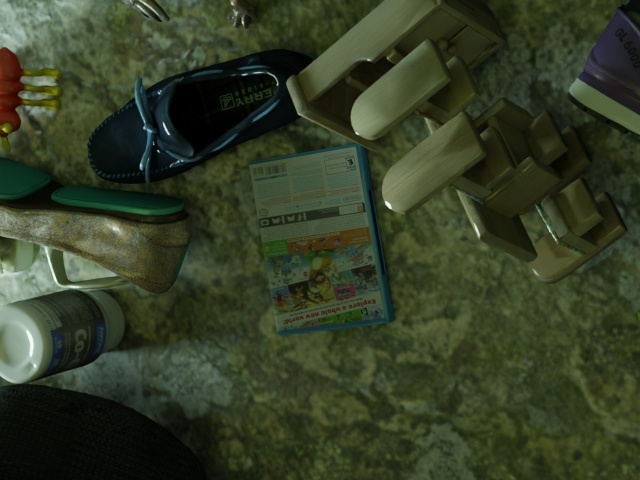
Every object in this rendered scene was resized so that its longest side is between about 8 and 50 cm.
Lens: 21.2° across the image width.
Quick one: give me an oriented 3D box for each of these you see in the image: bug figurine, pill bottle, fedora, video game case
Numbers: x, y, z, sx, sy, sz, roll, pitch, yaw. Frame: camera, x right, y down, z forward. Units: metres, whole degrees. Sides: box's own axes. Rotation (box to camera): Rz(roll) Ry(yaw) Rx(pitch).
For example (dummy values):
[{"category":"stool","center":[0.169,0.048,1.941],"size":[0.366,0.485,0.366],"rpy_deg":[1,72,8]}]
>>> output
[{"category":"bug figurine","center":[-0.394,-0.204,1.725],"size":[0.279,0.072,0.216],"rpy_deg":[7,100,27]},{"category":"pill bottle","center":[-0.254,0.089,1.655],"size":[0.078,0.137,0.078],"rpy_deg":[4,99,28]},{"category":"fedora","center":[-0.225,0.231,1.611],"size":[0.334,0.334,0.152],"rpy_deg":[10,70,26]},{"category":"video game case","center":[0.000,0.000,1.580],"size":[0.119,0.015,0.166],"rpy_deg":[-8,93,27]}]

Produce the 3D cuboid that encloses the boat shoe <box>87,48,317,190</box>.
[{"category":"boat shoe","center":[-0.123,-0.124,1.584],"size":[0.258,0.089,0.109],"rpy_deg":[-26,85,28]}]

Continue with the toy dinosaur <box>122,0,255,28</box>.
[{"category":"toy dinosaur","center":[-0.087,-0.284,1.481],"size":[0.296,0.200,0.127],"rpy_deg":[-37,80,26]}]

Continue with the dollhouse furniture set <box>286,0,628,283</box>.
[{"category":"dollhouse furniture set","center":[0.096,-0.076,1.416],"size":[0.161,0.212,0.242],"rpy_deg":[-39,53,25]}]

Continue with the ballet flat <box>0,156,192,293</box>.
[{"category":"ballet flat","center":[-0.272,-0.011,1.673],"size":[0.316,0.107,0.106],"rpy_deg":[14,111,27]}]

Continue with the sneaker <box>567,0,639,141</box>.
[{"category":"sneaker","center":[0.340,-0.102,1.343],"size":[0.283,0.107,0.124],"rpy_deg":[32,104,20]}]

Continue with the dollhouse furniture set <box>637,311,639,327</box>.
[{"category":"dollhouse furniture set","center":[0.299,0.079,1.357],"size":[0.076,0.152,0.058],"rpy_deg":[-12,89,1]}]
